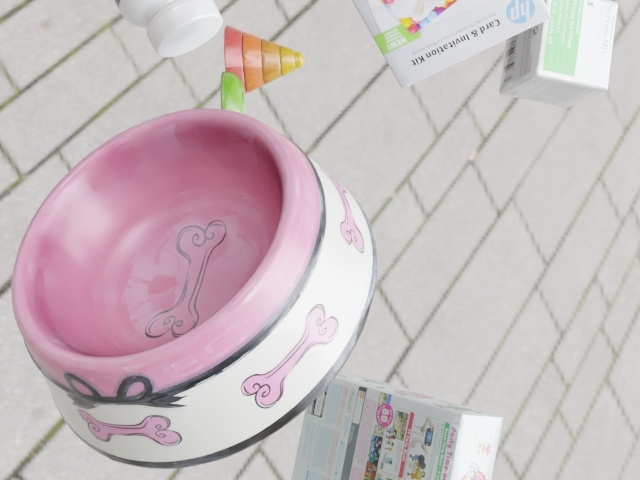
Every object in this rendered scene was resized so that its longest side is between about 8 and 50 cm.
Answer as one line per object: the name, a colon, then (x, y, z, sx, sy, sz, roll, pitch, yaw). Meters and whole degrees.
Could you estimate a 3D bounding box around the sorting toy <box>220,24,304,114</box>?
sorting toy: (-0.086, -0.210, 1.797, 0.365, 0.126, 0.127, -92, 178, -51)

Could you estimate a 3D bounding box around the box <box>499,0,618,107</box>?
box: (0.256, -0.207, 1.276, 0.087, 0.102, 0.101, 10, 84, -14)

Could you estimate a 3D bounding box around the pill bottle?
pill bottle: (-0.288, -0.467, 1.982, 0.169, 0.169, 0.301, -18, 76, -48)

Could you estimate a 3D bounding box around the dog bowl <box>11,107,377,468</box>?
dog bowl: (-0.152, 0.029, 1.273, 0.150, 0.408, 0.408, 58, 43, -47)

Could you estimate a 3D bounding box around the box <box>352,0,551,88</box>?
box: (0.091, -0.236, 0.990, 0.186, 0.145, 0.038, 56, 17, -34)

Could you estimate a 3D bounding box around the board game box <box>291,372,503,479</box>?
board game box: (0.100, 0.328, 1.713, 0.097, 0.303, 0.224, 12, 89, -42)
